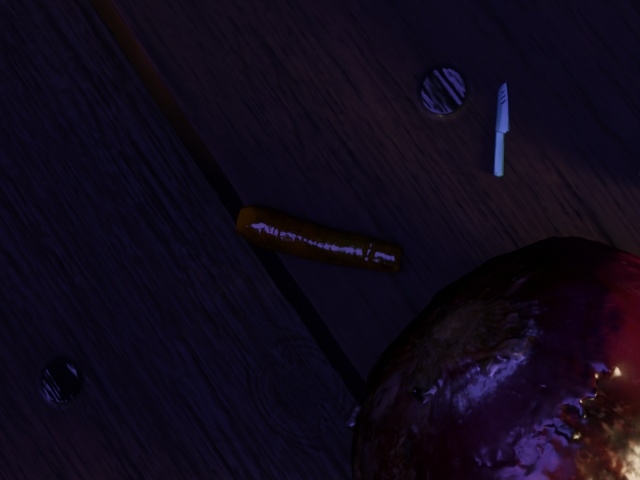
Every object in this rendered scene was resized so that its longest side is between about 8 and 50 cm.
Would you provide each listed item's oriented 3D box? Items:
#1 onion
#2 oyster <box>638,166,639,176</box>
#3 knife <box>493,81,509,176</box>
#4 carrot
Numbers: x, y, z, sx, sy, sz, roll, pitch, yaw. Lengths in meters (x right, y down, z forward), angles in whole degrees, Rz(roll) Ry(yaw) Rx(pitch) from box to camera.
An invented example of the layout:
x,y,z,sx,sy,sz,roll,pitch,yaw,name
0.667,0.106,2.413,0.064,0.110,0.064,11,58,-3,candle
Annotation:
x,y,z,sx,sy,sz,roll,pitch,yaw,name
0.218,0.196,1.481,0.348,0.347,0.385,-33,119,16,onion
0.422,-0.121,1.449,0.341,0.166,0.110,-25,57,18,oyster
0.173,-0.106,1.619,0.014,0.005,0.091,3,91,19,knife
0.000,0.000,1.660,0.171,0.042,0.042,13,95,15,carrot
